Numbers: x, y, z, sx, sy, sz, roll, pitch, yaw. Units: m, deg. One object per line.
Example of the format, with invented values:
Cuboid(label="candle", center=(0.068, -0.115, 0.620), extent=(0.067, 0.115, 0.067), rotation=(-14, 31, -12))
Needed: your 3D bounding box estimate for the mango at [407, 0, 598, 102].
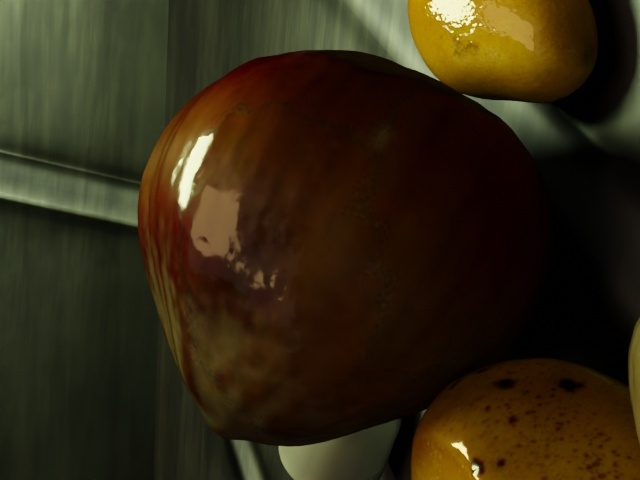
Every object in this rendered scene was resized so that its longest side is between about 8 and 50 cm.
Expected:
Cuboid(label="mango", center=(0.158, -0.187, 0.922), extent=(0.219, 0.112, 0.145), rotation=(40, 130, 50))

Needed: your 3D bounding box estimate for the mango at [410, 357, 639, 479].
Cuboid(label="mango", center=(0.182, 0.191, 0.749), extent=(0.290, 0.191, 0.160), rotation=(-120, 27, -62))

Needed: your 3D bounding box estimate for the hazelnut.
Cuboid(label="hazelnut", center=(0.000, 0.000, 0.960), extent=(0.409, 0.359, 0.359), rotation=(166, 101, -68))

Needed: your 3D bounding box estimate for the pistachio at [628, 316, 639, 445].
Cuboid(label="pistachio", center=(0.257, 0.085, 0.595), extent=(0.213, 0.163, 0.260), rotation=(-54, 23, 29))

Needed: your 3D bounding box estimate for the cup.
Cuboid(label="cup", center=(0.042, 0.202, 1.294), extent=(0.134, 0.173, 0.142), rotation=(38, 134, 25))
